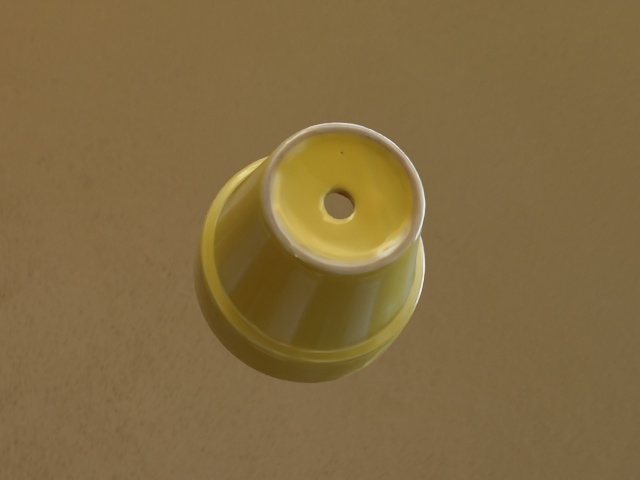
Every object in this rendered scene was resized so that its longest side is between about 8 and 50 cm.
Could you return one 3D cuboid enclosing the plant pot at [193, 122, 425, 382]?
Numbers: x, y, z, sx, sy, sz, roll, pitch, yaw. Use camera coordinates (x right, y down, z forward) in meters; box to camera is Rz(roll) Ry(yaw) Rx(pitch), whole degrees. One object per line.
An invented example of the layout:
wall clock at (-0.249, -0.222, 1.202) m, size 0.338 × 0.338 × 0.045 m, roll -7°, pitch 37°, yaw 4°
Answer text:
plant pot at (0.000, 0.000, 1.256) m, size 0.254 × 0.239 × 0.253 m, roll 4°, pitch -111°, yaw -9°
